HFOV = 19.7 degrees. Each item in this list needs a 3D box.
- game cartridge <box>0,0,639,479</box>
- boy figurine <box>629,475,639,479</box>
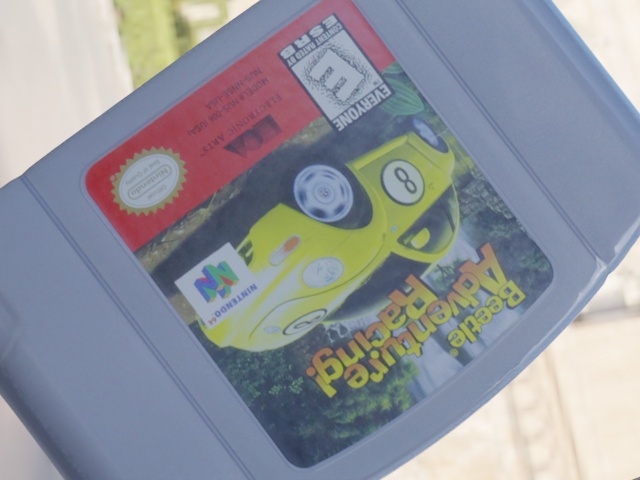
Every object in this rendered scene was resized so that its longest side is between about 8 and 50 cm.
[{"bbox_3d":[0.000,0.000,0.786,0.196,0.294,0.060,53,-9,-1],"label":"game cartridge"},{"bbox_3d":[0.145,0.060,0.418,0.177,0.285,0.092,-10,-87,48],"label":"boy figurine"}]
